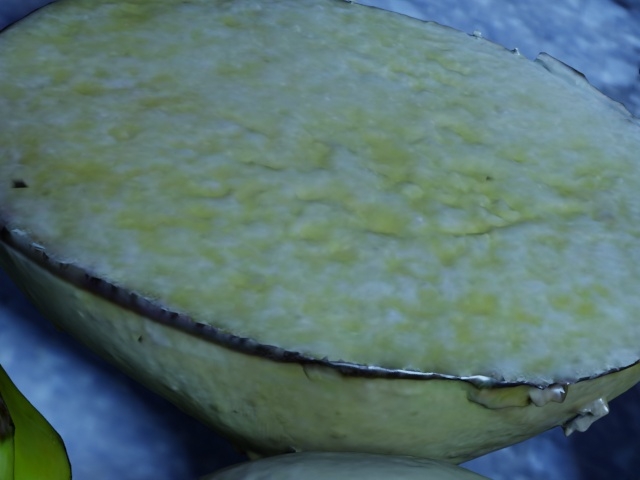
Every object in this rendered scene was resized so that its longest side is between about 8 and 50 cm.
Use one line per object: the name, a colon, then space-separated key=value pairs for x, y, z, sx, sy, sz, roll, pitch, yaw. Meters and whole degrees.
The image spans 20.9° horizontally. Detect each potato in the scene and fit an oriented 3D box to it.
potato: x=0.000 y=0.000 z=0.696 sx=0.299 sy=0.116 sz=0.239 roll=14 pitch=43 yaw=0

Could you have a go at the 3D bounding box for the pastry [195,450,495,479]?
pastry: x=0.014 y=0.124 z=0.593 sx=0.156 sy=0.156 sz=0.092 roll=7 pitch=64 yaw=-19

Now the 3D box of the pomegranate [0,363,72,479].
pomegranate: x=-0.205 y=0.061 z=0.510 sx=0.204 sy=0.222 sz=0.276 roll=-40 pitch=61 yaw=-20
